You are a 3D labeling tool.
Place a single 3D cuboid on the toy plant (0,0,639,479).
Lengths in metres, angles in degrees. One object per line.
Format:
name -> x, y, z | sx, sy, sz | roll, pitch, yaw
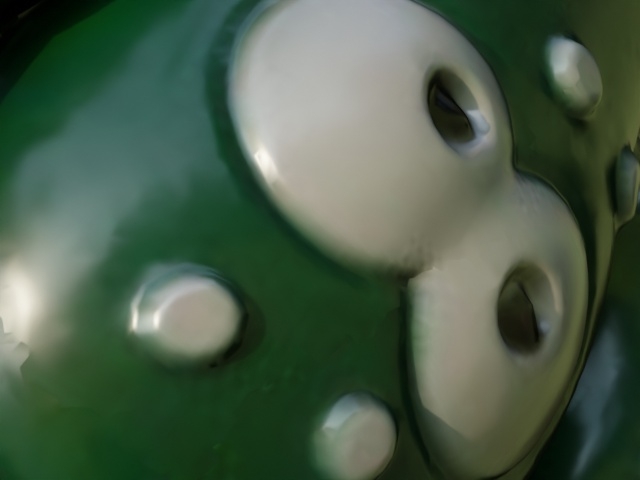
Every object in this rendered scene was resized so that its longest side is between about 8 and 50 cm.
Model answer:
toy plant -> -0.003, -0.003, 0.377 | 0.243, 0.232, 0.113 | -18, 2, -44
